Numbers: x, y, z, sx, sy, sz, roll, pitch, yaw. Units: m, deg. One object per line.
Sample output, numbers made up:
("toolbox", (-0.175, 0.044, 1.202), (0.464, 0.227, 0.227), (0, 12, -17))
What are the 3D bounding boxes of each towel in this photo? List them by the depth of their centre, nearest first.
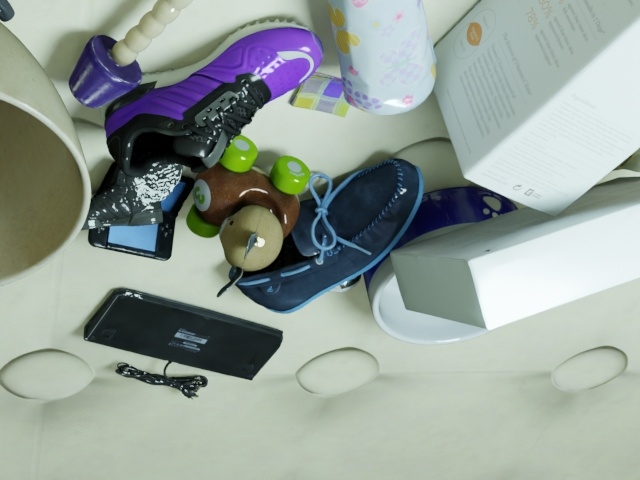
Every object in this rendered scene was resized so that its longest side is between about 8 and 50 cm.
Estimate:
("towel", (0.007, -0.188, 1.481), (0.083, 0.009, 0.060), (10, 135, -26))

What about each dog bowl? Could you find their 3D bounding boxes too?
("dog bowl", (0.197, 0.042, 1.738), (0.264, 0.104, 0.265), (-8, 141, -7))

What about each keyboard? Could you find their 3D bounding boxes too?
("keyboard", (-0.230, 0.172, 1.836), (0.317, 0.033, 0.201), (19, 125, -32))

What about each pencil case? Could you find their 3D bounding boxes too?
("pencil case", (0.070, -0.271, 1.317), (0.124, 0.113, 0.273), (-31, 144, -16))

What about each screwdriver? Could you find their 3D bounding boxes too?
("screwdriver", (-0.380, -0.301, 1.228), (0.025, 0.024, 0.170), (5, 146, 26))

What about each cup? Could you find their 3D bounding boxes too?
("cup", (-0.425, -0.131, 1.249), (0.331, 0.237, 0.331), (-8, 141, -7))

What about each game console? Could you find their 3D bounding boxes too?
("game console", (-0.242, -0.038, 1.548), (0.122, 0.107, 0.071), (13, 163, -28))

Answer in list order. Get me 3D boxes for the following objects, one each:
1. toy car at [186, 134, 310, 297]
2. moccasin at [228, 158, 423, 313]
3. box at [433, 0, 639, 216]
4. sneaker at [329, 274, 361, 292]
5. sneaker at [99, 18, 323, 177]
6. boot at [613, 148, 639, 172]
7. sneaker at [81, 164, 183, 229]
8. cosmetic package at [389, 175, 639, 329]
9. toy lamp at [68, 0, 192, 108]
("toy car", (-0.106, -0.015, 1.495), (0.148, 0.188, 0.155), (22, 129, -10))
("moccasin", (0.000, 0.000, 1.609), (0.116, 0.138, 0.342), (26, 127, -32))
("box", (0.314, -0.229, 1.355), (0.168, 0.215, 0.345), (20, 131, -35))
("sneaker", (0.010, 0.055, 1.753), (0.109, 0.040, 0.044), (-8, 139, -6))
("sneaker", (-0.124, -0.153, 1.378), (0.293, 0.146, 0.102), (-21, 141, 11))
("boot", (0.474, -0.162, 1.590), (0.165, 0.077, 0.213), (6, 145, -20))
("sneaker", (-0.264, -0.063, 1.494), (0.170, 0.051, 0.089), (-4, 99, -15))
("cosmetic package", (0.314, 0.006, 1.486), (0.377, 0.098, 0.284), (-17, -176, -14))
("toy lamp", (-0.186, -0.251, 1.300), (0.274, 0.080, 0.080), (-37, 135, 25))
